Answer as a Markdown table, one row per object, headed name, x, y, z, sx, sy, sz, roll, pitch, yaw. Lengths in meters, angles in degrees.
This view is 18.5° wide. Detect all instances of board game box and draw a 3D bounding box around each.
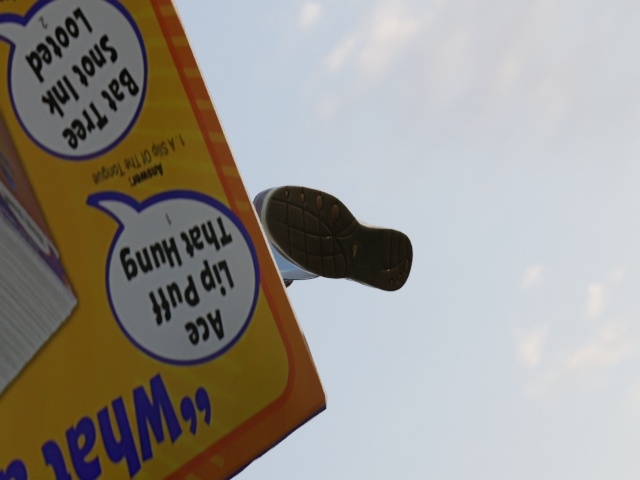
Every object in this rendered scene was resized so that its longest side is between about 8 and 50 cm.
| name | x | y | z | sx | sy | sz | roll | pitch | yaw |
| --- | --- | --- | --- | --- | --- | --- | --- | --- | --- |
| board game box | -0.283 | -0.017 | 0.562 | 0.356 | 0.356 | 0.356 | -16 | 9 | 36 |

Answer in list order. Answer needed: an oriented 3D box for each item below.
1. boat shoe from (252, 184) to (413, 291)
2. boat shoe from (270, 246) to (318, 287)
| name | x | y | z | sx | sy | sz | roll | pitch | yaw |
| --- | --- | --- | --- | --- | --- | --- | --- | --- | --- |
| boat shoe | 0.000 | 0.000 | 1.578 | 0.178 | 0.060 | 0.064 | 23 | -101 | -47 |
| boat shoe | -0.034 | 0.014 | 1.757 | 0.065 | 0.183 | 0.083 | -55 | -52 | -16 |
